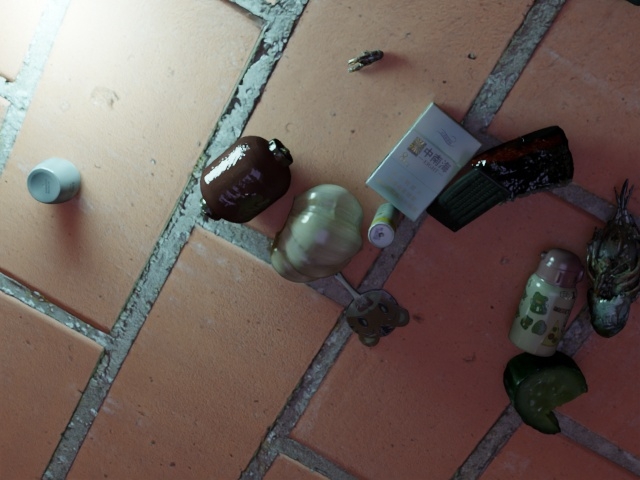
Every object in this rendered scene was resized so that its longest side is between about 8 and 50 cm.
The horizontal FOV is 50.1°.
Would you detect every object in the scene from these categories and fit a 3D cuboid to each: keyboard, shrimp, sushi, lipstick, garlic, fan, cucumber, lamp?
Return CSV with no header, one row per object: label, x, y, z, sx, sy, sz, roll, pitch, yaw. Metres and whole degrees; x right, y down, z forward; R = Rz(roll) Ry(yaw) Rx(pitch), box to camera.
keyboard,0.343,-0.105,1.496,0.103,0.041,0.381,36,151,-2
shrimp,0.099,-0.417,1.573,0.092,0.038,0.029,-27,58,16
sushi,0.458,-0.163,1.541,0.225,0.136,0.126,-22,103,2
lipstick,0.147,-0.038,1.560,0.059,0.264,0.059,2,103,8
garlic,0.005,0.002,1.639,0.203,0.184,0.281,21,108,-19
fan,0.111,0.162,1.758,0.152,0.008,0.226,-38,99,17
shrimp,0.696,0.053,1.558,0.172,0.137,0.372,14,116,33
cucumber,0.550,0.361,1.696,0.191,0.130,0.191,0,106,1
lamp,-0.172,-0.145,1.632,0.258,0.180,0.180,-36,98,15

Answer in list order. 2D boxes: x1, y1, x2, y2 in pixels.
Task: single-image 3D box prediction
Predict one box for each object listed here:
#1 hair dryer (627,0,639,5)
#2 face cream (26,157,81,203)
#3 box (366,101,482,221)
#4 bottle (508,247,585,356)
hair dryer,0.640,-0.547,1.343,0.128,0.255,0.070,28,88,-3
face cream,-0.676,-0.150,1.736,0.117,0.104,0.117,2,106,9
box,0.241,-0.184,1.604,0.155,0.067,0.243,37,108,-5
bottle,0.542,0.142,1.628,0.120,0.120,0.253,16,109,4
